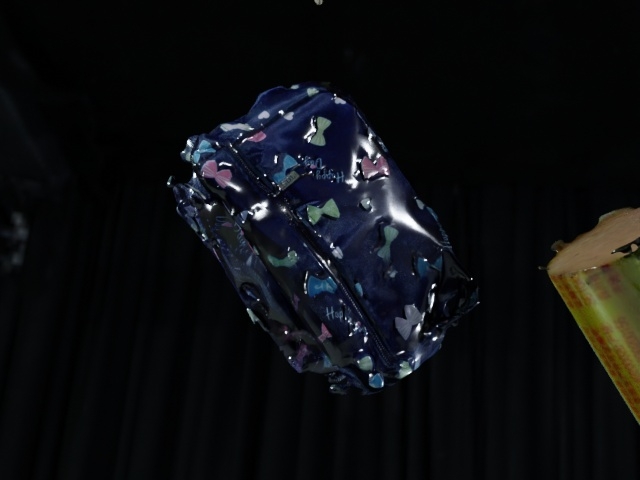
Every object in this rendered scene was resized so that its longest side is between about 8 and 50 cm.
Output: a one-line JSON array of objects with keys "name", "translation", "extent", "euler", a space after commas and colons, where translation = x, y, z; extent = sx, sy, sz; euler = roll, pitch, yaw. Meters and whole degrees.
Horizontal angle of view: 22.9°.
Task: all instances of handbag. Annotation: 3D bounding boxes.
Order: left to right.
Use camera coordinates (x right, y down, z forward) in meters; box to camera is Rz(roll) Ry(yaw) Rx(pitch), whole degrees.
[{"name": "handbag", "translation": [0.000, 0.000, 1.271], "extent": [0.162, 0.260, 0.113], "euler": [-32, -9, -28]}]

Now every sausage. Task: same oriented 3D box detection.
[{"name": "sausage", "translation": [0.295, 0.118, 1.147], "extent": [0.317, 0.117, 0.125], "euler": [57, -18, -5]}]

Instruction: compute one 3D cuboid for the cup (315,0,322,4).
[{"name": "cup", "translation": [0.035, -0.261, 1.393], "extent": [0.074, 0.102, 0.099], "euler": [20, -26, 38]}]
